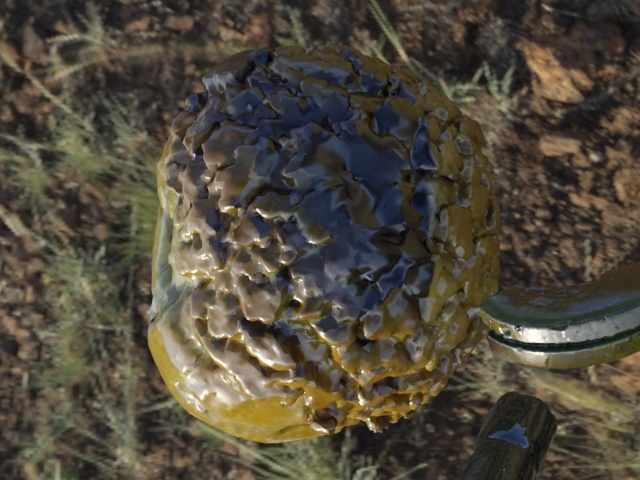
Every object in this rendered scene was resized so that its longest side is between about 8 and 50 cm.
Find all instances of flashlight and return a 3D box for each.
[{"bbox_3d":[0.152,0.315,1.215,0.103,0.424,0.103,17,133,19],"label":"flashlight"}]

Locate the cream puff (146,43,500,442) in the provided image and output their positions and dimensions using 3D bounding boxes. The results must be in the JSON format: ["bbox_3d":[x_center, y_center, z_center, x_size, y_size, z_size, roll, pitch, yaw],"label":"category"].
[{"bbox_3d":[0.000,0.000,0.985,0.327,0.231,0.343,42,71,-6],"label":"cream puff"}]

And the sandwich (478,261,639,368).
[{"bbox_3d":[0.159,0.039,0.666,0.135,0.029,0.067,-19,28,11],"label":"sandwich"}]
